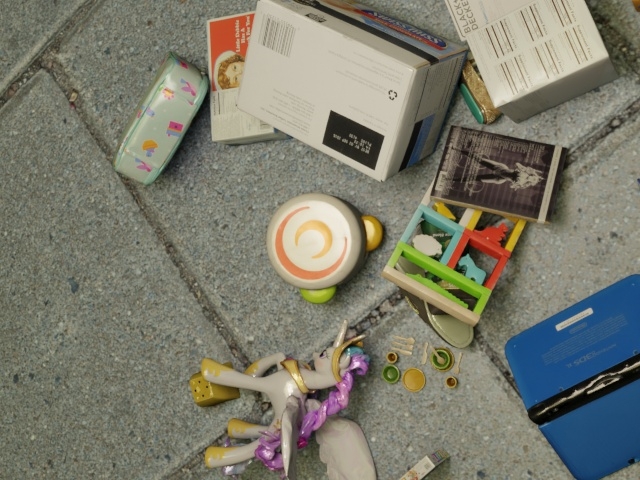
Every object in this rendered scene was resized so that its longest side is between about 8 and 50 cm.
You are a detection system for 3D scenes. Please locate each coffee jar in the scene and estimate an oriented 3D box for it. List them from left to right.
[{"bbox_3d":[0.238,0.050,1.668,0.096,0.079,0.184,1,67,-18],"label":"coffee jar"}]

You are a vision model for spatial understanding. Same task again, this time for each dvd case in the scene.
[{"bbox_3d":[0.329,-0.123,1.640,0.221,0.018,0.164,13,65,14],"label":"dvd case"}]

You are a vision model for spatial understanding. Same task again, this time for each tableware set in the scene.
[{"bbox_3d":[0.197,0.250,1.743,0.154,0.024,0.104,13,94,23],"label":"tableware set"}]

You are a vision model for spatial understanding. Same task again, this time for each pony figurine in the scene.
[{"bbox_3d":[-0.056,0.353,1.735,0.363,0.303,0.351,-16,67,29],"label":"pony figurine"}]

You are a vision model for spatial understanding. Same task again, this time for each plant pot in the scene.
[{"bbox_3d":[-0.235,0.312,1.901,0.081,0.083,0.081,-21,80,23],"label":"plant pot"}]

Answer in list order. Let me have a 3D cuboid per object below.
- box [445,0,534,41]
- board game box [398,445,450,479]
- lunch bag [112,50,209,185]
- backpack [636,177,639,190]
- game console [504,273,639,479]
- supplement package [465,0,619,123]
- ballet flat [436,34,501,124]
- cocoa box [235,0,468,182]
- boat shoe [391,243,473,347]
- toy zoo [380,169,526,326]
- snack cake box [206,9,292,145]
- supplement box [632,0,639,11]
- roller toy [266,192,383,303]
[{"bbox_3d":[0.363,-0.499,1.624,0.290,0.087,0.169,-18,110,22],"label":"box"},{"bbox_3d":[0.172,0.459,1.704,0.154,0.103,0.026,-46,72,16],"label":"board game box"},{"bbox_3d":[-0.339,-0.266,1.903,0.108,0.224,0.279,29,100,-17],"label":"lunch bag"},{"bbox_3d":[0.595,-0.094,1.534,0.084,0.105,0.114,-25,73,20],"label":"backpack"},{"bbox_3d":[0.521,0.249,1.598,0.293,0.173,0.250,-31,45,19],"label":"game console"},{"bbox_3d":[0.396,-0.327,1.580,0.203,0.194,0.149,-24,80,21],"label":"supplement package"},{"bbox_3d":[0.288,-0.316,1.709,0.067,0.073,0.206,-28,79,-7],"label":"ballet flat"},{"bbox_3d":[0.058,-0.305,1.681,0.347,0.228,0.231,29,123,22],"label":"cocoa box"},{"bbox_3d":[0.212,0.112,1.719,0.081,0.069,0.228,-28,78,-22],"label":"boat shoe"},{"bbox_3d":[0.259,-0.010,1.635,0.192,0.030,0.293,30,66,5],"label":"toy zoo"},{"bbox_3d":[-0.151,-0.341,1.882,0.152,0.089,0.264,-4,86,26],"label":"snack cake box"},{"bbox_3d":[0.587,-0.530,1.566,0.078,0.080,0.233,-2,89,26],"label":"supplement box"},{"bbox_3d":[0.000,0.000,1.773,0.191,0.146,0.209,41,98,10],"label":"roller toy"}]
